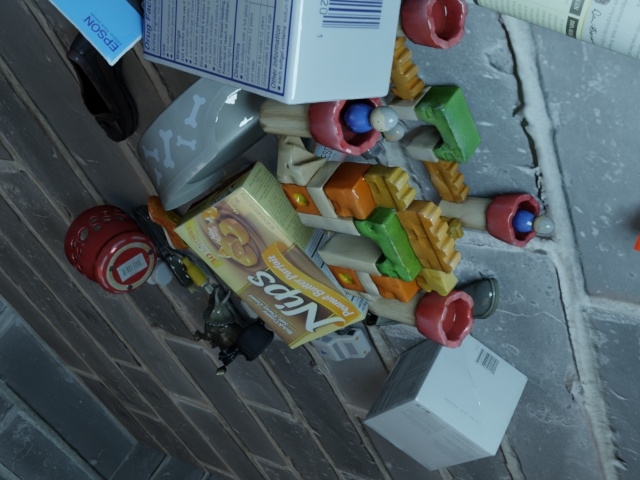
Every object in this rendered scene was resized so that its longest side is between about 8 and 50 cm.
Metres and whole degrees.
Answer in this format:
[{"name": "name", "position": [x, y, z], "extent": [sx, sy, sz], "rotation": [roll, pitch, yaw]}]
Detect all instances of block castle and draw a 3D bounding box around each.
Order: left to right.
[{"name": "block castle", "position": [0.145, -0.091, 1.106], "extent": [0.213, 0.303, 0.453], "rotation": [12, 143, 44]}]

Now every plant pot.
[{"name": "plant pot", "position": [-0.519, 0.026, 1.986], "extent": [0.174, 0.191, 0.191], "rotation": [31, 154, 41]}]

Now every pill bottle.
[{"name": "pill bottle", "position": [-0.471, 0.077, 2.158], "extent": [0.137, 0.078, 0.078], "rotation": [12, 143, 33]}]

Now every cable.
[{"name": "cable", "position": [-0.379, 0.024, 2.046], "extent": [0.287, 0.072, 0.139], "rotation": [60, 163, -16]}]

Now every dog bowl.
[{"name": "dog bowl", "position": [-0.128, -0.191, 1.209], "extent": [0.102, 0.349, 0.349], "rotation": [52, 148, -3]}]

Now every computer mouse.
[{"name": "computer mouse", "position": [-0.204, 0.267, 1.985], "extent": [0.060, 0.184, 0.262], "rotation": [45, 176, -9]}]

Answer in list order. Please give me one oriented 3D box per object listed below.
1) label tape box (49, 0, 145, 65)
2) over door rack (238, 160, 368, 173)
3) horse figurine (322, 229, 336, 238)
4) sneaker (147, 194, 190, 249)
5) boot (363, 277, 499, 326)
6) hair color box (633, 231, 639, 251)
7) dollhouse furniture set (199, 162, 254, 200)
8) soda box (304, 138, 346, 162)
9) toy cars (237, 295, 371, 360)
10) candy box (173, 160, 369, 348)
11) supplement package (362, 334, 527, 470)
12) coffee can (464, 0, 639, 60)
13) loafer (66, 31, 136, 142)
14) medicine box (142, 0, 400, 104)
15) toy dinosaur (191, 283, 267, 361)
[{"name": "label tape box", "position": [-0.263, -0.400, 1.016], "extent": [0.249, 0.347, 0.115], "rotation": [45, 149, -17]}, {"name": "over door rack", "position": [0.000, 0.000, 1.430], "extent": [0.240, 0.108, 0.324], "rotation": [1, 143, 22]}, {"name": "horse figurine", "position": [0.003, -0.022, 1.568], "extent": [0.175, 0.066, 0.263], "rotation": [25, 143, 18]}, {"name": "sneaker", "position": [-0.357, -0.048, 1.906], "extent": [0.068, 0.064, 0.175], "rotation": [-8, 138, 23]}, {"name": "boot", "position": [0.201, 0.115, 1.463], "extent": [0.209, 0.076, 0.189], "rotation": [6, 154, -18]}, {"name": "hair color box", "position": [0.517, 0.001, 1.095], "extent": [0.141, 0.072, 0.043], "rotation": [22, 147, 21]}, {"name": "dollhouse furniture set", "position": [-0.148, -0.058, 1.554], "extent": [0.151, 0.123, 0.144], "rotation": [54, 156, 23]}, {"name": "soda box", "position": [0.016, -0.170, 1.334], "extent": [0.058, 0.062, 0.183], "rotation": [5, 152, -13]}, {"name": "toy cars", "position": [-0.067, 0.194, 1.921], "extent": [0.394, 0.087, 0.176], "rotation": [32, 150, 4]}, {"name": "candy box", "position": [-0.076, 0.034, 1.371], "extent": [0.183, 0.087, 0.316], "rotation": [-27, 115, 37]}, {"name": "supplement package", "position": [0.262, 0.344, 1.701], "extent": [0.199, 0.198, 0.262], "rotation": [37, 149, -4]}, {"name": "coffee can", "position": [0.303, -0.286, 0.769], "extent": [0.276, 0.201, 0.201], "rotation": [25, 148, 17]}, {"name": "loafer", "position": [-0.449, -0.297, 1.591], "extent": [0.109, 0.095, 0.302], "rotation": [26, 149, 14]}, {"name": "medicine box", "position": [-0.059, -0.307, 0.862], "extent": [0.289, 0.149, 0.263], "rotation": [26, 118, 43]}, {"name": "toy dinosaur", "position": [-0.246, 0.263, 2.165], "extent": [0.160, 0.121, 0.313], "rotation": [1, 134, 53]}]
